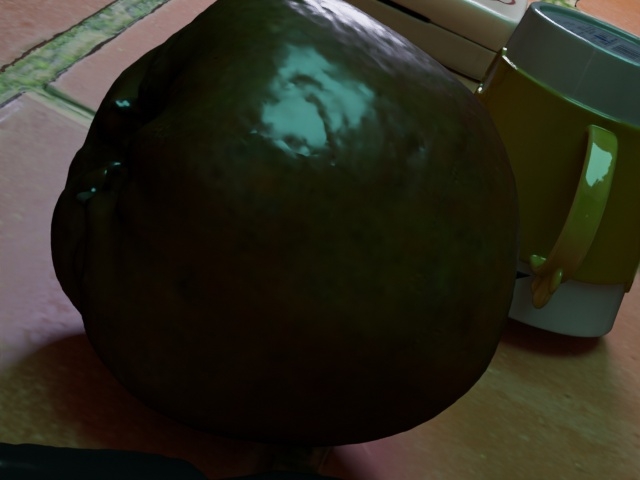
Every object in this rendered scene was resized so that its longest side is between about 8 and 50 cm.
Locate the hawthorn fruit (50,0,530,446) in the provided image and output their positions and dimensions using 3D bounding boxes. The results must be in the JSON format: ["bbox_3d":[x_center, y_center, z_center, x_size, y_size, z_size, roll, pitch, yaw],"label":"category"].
[{"bbox_3d":[0.000,0.000,1.097,0.301,0.267,0.267,18,25,-21],"label":"hawthorn fruit"}]

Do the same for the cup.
[{"bbox_3d":[0.184,-0.047,1.391,0.185,0.226,0.241,21,16,-9],"label":"cup"}]

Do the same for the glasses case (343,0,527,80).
[{"bbox_3d":[0.052,-0.282,1.935,0.336,0.076,0.144,25,24,-1],"label":"glasses case"}]

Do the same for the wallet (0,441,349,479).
[{"bbox_3d":[-0.032,0.190,0.924,0.323,0.041,0.247,10,27,-23],"label":"wallet"}]
